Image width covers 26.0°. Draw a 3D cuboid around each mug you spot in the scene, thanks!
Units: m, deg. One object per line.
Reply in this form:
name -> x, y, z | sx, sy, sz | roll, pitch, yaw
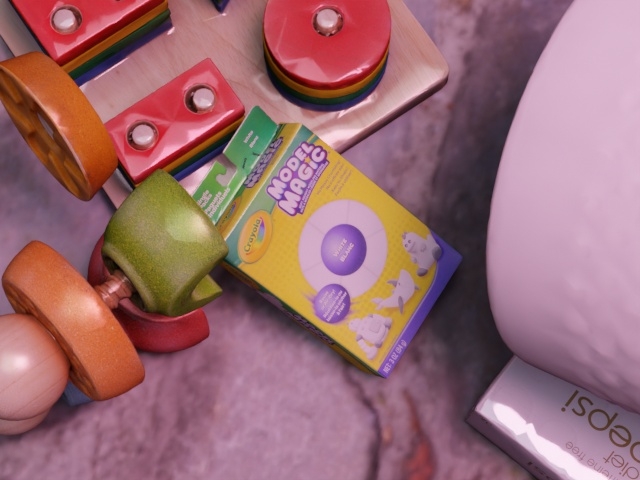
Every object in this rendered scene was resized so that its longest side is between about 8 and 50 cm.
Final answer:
mug -> 0.329, -0.035, 0.772 | 0.328, 0.276, 0.374 | 23, 64, 33

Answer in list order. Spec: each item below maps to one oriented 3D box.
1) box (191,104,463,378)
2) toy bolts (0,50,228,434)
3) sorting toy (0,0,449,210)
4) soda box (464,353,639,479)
box -> 0.000, 0.000, 0.920 | 0.179, 0.043, 0.105 | 37, 78, -21
toy bolts -> -0.176, 0.026, 0.861 | 0.158, 0.228, 0.218 | -37, 74, -18
sorting toy -> -0.080, -0.160, 0.976 | 0.255, 0.089, 0.257 | -33, 79, -8
soda box -> 0.203, 0.155, 0.913 | 0.216, 0.069, 0.074 | 38, 79, 9
